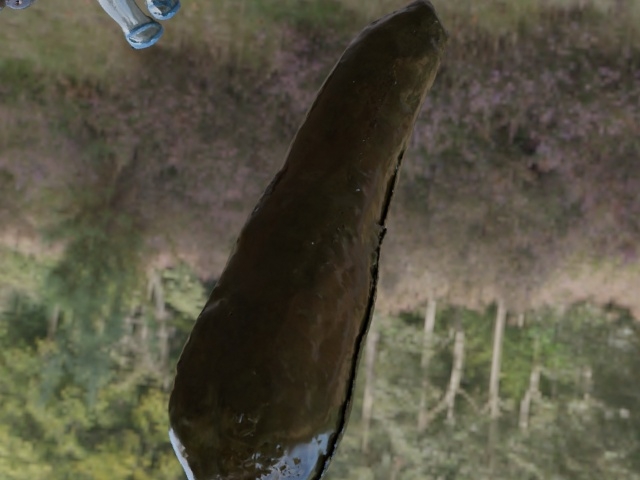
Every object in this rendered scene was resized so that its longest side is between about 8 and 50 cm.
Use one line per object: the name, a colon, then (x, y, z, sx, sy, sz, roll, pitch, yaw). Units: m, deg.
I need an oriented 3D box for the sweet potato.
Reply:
sweet potato: (0.000, 0.000, 0.511, 0.075, 0.273, 0.075, 16, 151, 9)

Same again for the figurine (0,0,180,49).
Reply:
figurine: (-0.200, -0.245, 0.836, 0.103, 0.205, 0.260, 12, 145, 40)
